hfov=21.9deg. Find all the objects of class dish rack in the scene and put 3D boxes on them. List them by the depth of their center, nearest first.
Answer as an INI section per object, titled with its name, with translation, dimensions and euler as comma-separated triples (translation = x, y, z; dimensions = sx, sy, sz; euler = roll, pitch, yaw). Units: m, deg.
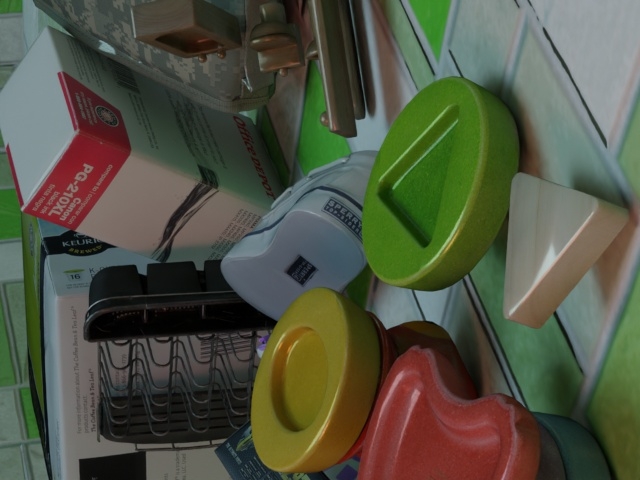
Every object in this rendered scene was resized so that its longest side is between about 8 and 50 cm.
[dish rack]
translation = -0.112, 0.119, 1.510
dimensions = 0.271, 0.208, 0.074
euler = 97, 167, -47

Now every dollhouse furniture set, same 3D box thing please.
[dollhouse furniture set]
translation = -0.049, -0.123, 1.238
dimensions = 0.144, 0.151, 0.123
euler = 6, -105, -75

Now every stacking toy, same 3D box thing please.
[stacking toy]
translation = 0.101, 0.070, 0.975
dimensions = 0.279, 0.130, 0.309
euler = -65, 27, 13

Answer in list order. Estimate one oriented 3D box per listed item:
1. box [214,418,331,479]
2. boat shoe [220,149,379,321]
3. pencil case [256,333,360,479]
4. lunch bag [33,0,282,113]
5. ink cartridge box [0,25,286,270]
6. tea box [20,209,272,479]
[box]
translation = 0.023, 0.230, 1.159
dimensions = 0.183, 0.059, 0.232
euler = 51, 175, -20
[boat shoe]
translation = 0.000, 0.000, 1.273
dimensions = 0.095, 0.084, 0.258
euler = 41, 157, -9
[pencil case]
translation = -0.005, 0.170, 1.342
dimensions = 0.088, 0.086, 0.206
euler = -10, 84, 41
[lunch bag]
translation = -0.119, -0.267, 1.407
dimensions = 0.287, 0.169, 0.235
euler = 39, 139, 39
[ink cartridge box]
translation = -0.159, -0.072, 1.493
dimensions = 0.100, 0.237, 0.172
euler = -51, 38, 23
[tea box]
translation = -0.192, 0.101, 1.751
dimensions = 0.323, 0.220, 0.329
euler = -119, 27, -54
